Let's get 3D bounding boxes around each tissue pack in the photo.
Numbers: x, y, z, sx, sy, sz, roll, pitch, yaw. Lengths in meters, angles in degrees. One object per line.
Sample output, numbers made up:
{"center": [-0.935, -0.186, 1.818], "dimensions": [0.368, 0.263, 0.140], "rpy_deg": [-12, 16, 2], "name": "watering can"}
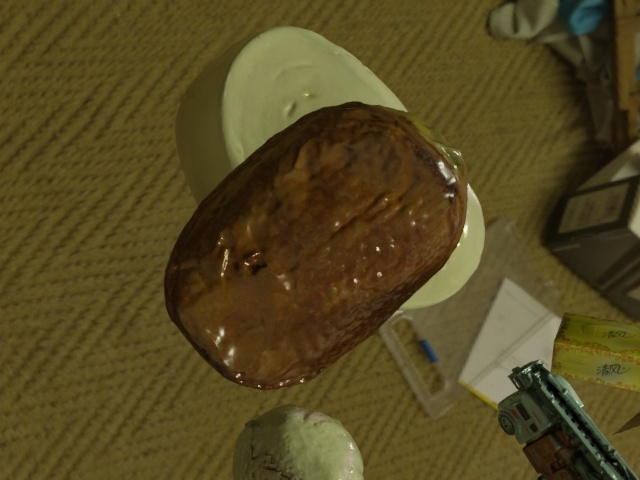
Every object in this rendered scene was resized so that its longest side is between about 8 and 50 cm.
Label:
{"center": [0.437, 0.165, 1.188], "dimensions": [0.095, 0.176, 0.062], "rpy_deg": [-43, 137, -54], "name": "tissue pack"}

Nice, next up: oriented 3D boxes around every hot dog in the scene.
{"center": [0.000, 0.000, 0.701], "dimensions": [0.272, 0.122, 0.196], "rpy_deg": [-44, 95, 5], "name": "hot dog"}

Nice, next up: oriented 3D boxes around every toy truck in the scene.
{"center": [0.490, 0.395, 1.609], "dimensions": [0.133, 0.184, 0.338], "rpy_deg": [-22, 68, -23], "name": "toy truck"}

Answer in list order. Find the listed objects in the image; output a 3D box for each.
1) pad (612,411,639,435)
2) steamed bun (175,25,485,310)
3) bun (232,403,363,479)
{"center": [0.305, 0.077, 0.588], "dimensions": [0.190, 0.127, 0.004], "rpy_deg": [-31, 75, -19], "name": "pad"}
{"center": [-0.007, -0.075, 1.170], "dimensions": [0.456, 0.371, 0.290], "rpy_deg": [41, 84, -18], "name": "steamed bun"}
{"center": [-0.021, 0.384, 1.268], "dimensions": [0.168, 0.273, 0.272], "rpy_deg": [-14, 93, -36], "name": "bun"}
